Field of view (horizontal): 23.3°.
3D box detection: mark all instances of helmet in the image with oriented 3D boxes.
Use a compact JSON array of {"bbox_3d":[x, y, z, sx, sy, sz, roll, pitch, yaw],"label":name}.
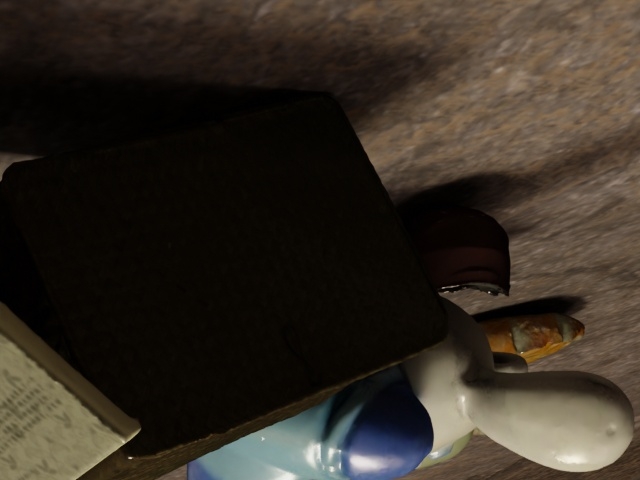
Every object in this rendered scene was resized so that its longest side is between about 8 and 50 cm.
[{"bbox_3d":[0.102,0.006,1.239,0.098,0.070,0.123,4,-176,-22],"label":"helmet"}]

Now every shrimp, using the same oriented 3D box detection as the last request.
[{"bbox_3d":[0.125,0.135,1.636,0.317,0.062,0.164,-16,164,-4],"label":"shrimp"}]

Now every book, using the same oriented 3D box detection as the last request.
[{"bbox_3d":[-0.259,0.036,0.813,0.217,0.310,0.021,-38,-167,48],"label":"book"}]

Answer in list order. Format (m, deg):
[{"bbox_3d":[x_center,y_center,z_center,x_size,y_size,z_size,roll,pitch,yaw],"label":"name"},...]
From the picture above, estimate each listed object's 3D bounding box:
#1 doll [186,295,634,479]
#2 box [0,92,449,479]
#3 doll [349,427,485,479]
[{"bbox_3d":[0.005,0.122,1.247,0.366,0.187,0.376,0,169,-26],"label":"doll"},{"bbox_3d":[-0.081,0.038,0.943,0.273,0.184,0.143,-19,167,-43],"label":"box"},{"bbox_3d":[0.077,0.208,1.742,0.275,0.113,0.155,-12,171,-29],"label":"doll"}]
